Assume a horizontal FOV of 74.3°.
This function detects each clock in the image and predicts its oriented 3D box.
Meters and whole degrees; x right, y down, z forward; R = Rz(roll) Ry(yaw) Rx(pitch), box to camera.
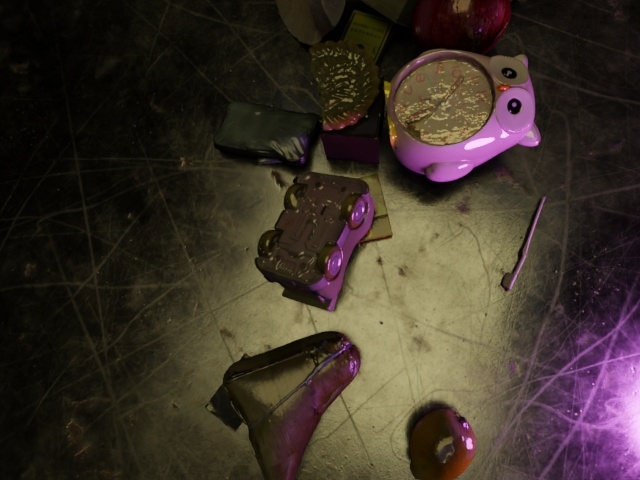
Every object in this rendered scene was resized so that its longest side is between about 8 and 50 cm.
[{"bbox_3d":[0.378,-0.346,1.166,0.378,0.250,0.367,-6,80,13],"label":"clock"}]

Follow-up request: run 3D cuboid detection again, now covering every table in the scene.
[{"bbox_3d":[0.106,-0.356,1.242,0.173,0.169,0.192,7,78,8],"label":"table"}]

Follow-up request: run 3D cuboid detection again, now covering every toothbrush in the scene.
[{"bbox_3d":[0.578,0.005,1.184,0.028,0.026,0.294,25,83,26],"label":"toothbrush"}]

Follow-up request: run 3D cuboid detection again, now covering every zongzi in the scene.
[{"bbox_3d":[-0.025,0.451,1.096,0.357,0.174,0.392,-22,78,-2],"label":"zongzi"}]

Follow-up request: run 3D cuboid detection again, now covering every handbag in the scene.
[{"bbox_3d":[-0.165,-0.339,1.315,0.333,0.075,0.191,13,69,14],"label":"handbag"}]

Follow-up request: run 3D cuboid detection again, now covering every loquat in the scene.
[{"bbox_3d":[0.300,0.517,1.060,0.152,0.152,0.195,38,93,12],"label":"loquat"}]

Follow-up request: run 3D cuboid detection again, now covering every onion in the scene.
[{"bbox_3d":[0.395,-0.627,1.210,0.277,0.276,0.275,-1,79,7],"label":"onion"}]

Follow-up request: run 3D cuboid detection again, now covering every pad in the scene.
[{"bbox_3d":[-0.231,0.435,1.210,0.116,0.004,0.193,36,84,12],"label":"pad"}]

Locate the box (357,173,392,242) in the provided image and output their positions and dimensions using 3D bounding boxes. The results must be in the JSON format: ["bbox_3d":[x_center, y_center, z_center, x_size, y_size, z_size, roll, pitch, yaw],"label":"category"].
[{"bbox_3d":[0.133,-0.093,1.257,0.122,0.030,0.192,-13,77,5],"label":"box"}]

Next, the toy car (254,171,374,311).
[{"bbox_3d":[0.000,0.000,1.180,0.242,0.226,0.335,13,64,28],"label":"toy car"}]

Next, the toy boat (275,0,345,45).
[{"bbox_3d":[-0.030,-0.757,1.336,0.111,0.294,0.275,-14,92,-36],"label":"toy boat"}]

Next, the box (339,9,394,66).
[{"bbox_3d":[0.130,-0.607,1.344,0.141,0.064,0.219,23,84,10],"label":"box"}]

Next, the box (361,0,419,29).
[{"bbox_3d":[0.210,-0.777,1.286,0.231,0.156,0.148,43,124,18],"label":"box"}]

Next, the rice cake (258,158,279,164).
[{"bbox_3d":[-0.137,-0.257,1.327,0.121,0.021,0.022,-5,68,7],"label":"rice cake"}]

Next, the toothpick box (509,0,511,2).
[{"bbox_3d":[0.493,-0.862,1.292,0.192,0.192,0.294,-36,82,-1],"label":"toothpick box"}]

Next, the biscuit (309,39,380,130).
[{"bbox_3d":[0.071,-0.442,1.159,0.188,0.036,0.273,-14,76,5],"label":"biscuit"}]
